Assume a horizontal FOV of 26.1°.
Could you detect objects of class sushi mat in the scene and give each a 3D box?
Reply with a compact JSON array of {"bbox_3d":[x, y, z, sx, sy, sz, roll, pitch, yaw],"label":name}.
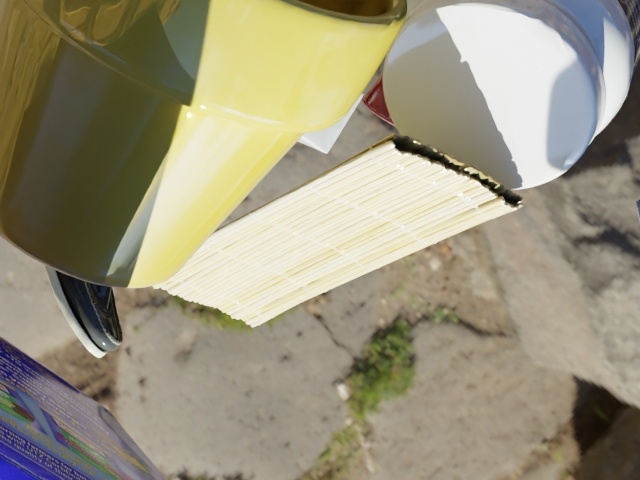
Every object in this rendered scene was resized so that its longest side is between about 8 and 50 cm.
[{"bbox_3d":[0.000,0.000,1.120,0.151,0.019,0.316,23,146,-37],"label":"sushi mat"}]

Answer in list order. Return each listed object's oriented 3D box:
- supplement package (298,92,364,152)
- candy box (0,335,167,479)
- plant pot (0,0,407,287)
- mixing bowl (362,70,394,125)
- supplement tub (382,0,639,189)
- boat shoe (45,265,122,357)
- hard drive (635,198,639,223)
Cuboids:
[{"bbox_3d":[-0.040,-0.209,1.979,0.105,0.179,0.105,33,88,-32],"label":"supplement package"},{"bbox_3d":[-0.198,0.119,0.727,0.268,0.317,0.122,39,86,-27],"label":"candy box"},{"bbox_3d":[-0.110,-0.111,0.875,0.254,0.254,0.239,13,121,-36],"label":"plant pot"},{"bbox_3d":[0.152,-0.184,1.679,0.181,0.181,0.098,7,114,-35],"label":"mixing bowl"},{"bbox_3d":[0.173,-0.186,1.131,0.272,0.191,0.191,-59,147,-46],"label":"supplement tub"},{"bbox_3d":[-0.213,-0.010,1.264,0.079,0.233,0.084,-16,167,9],"label":"boat shoe"},{"bbox_3d":[0.444,0.049,1.466,0.172,0.054,0.255,-22,90,-3],"label":"hard drive"}]
